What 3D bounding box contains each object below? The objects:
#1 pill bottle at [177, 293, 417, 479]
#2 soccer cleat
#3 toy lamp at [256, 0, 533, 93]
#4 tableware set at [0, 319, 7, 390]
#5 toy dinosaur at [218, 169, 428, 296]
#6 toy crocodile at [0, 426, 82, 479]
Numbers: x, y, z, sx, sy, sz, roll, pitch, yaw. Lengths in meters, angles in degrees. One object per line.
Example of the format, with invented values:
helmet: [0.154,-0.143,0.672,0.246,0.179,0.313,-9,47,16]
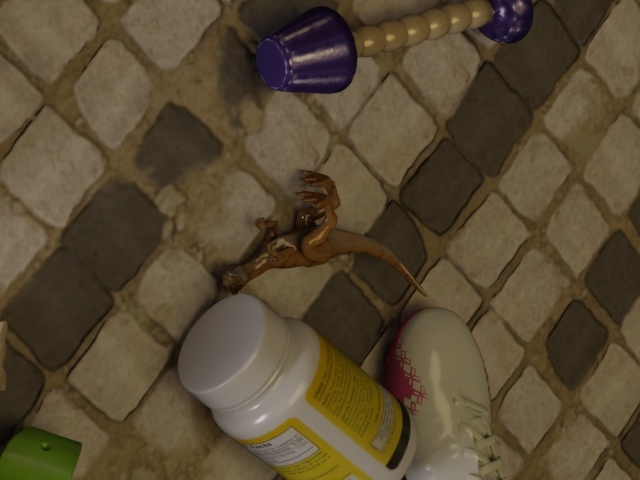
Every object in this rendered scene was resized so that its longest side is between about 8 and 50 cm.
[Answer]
pill bottle: [-0.020,0.142,1.725,0.208,0.119,0.119,42,74,-35]
soccer cleat: [0.139,0.228,1.845,0.116,0.143,0.331,-12,106,-35]
toy lamp: [0.065,-0.184,1.754,0.274,0.080,0.080,-17,109,-36]
tableware set: [-0.324,0.114,1.555,0.168,0.020,0.141,20,87,-38]
toy dinosaur: [0.000,0.000,1.761,0.211,0.064,0.112,-6,121,-26]
toy crocodile: [-0.249,0.322,1.607,0.115,0.105,0.341,5,99,5]
